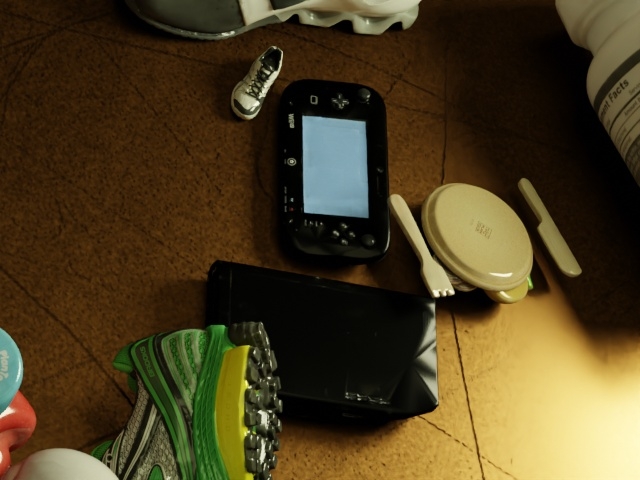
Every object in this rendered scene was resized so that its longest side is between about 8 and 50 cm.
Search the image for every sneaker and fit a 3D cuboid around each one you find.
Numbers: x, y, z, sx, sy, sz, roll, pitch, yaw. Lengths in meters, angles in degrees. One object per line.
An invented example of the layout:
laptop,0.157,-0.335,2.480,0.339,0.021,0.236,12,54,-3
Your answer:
sneaker,-0.061,-0.154,1.903,0.032,0.037,0.083,27,55,-8
sneaker,-0.115,0.235,1.611,0.146,0.134,0.344,-3,63,12
sneaker,-0.032,-0.281,1.927,0.330,0.146,0.122,-6,65,-24

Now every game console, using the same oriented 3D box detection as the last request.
game console,0.000,0.000,1.831,0.213,0.044,0.361,10,57,-17

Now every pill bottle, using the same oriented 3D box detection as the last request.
pill bottle,0.395,-0.130,1.973,0.210,0.210,0.363,-15,68,-30

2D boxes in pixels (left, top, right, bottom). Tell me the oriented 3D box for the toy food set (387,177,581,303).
toy food set,0.147,0.004,1.884,0.192,0.038,0.132,-6,60,-38

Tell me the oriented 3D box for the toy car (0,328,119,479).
toy car,-0.235,0.217,1.492,0.238,0.219,0.210,30,54,-4
